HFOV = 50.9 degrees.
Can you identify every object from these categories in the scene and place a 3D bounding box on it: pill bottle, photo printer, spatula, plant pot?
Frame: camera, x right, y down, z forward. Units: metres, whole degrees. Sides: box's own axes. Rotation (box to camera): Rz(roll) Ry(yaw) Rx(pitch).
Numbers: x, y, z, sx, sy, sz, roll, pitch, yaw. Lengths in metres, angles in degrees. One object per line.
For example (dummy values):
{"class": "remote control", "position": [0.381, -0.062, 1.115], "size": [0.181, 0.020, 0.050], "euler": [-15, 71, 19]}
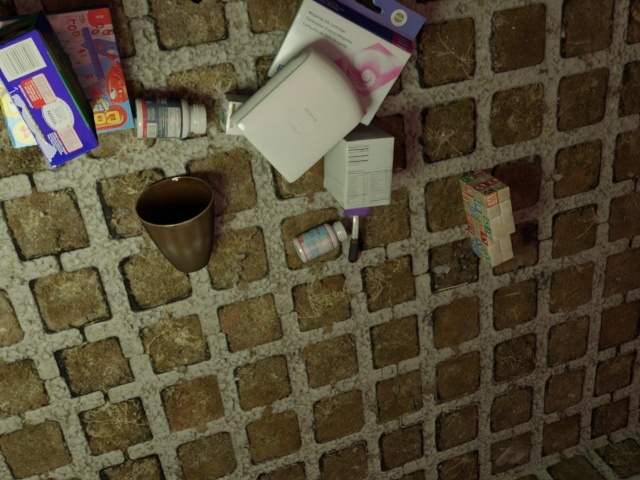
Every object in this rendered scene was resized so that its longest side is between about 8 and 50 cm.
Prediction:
{"class": "pill bottle", "position": [-0.401, -0.326, 1.796], "size": [0.180, 0.108, 0.108], "euler": [-3, 115, -19]}
{"class": "photo printer", "position": [-0.049, -0.340, 1.799], "size": [0.307, 0.107, 0.256], "euler": [-41, 120, 6]}
{"class": "spatula", "position": [0.109, -0.029, 2.119], "size": [0.084, 0.030, 0.297], "euler": [1, 134, -2]}
{"class": "pill bottle", "position": [0.000, 0.000, 2.108], "size": [0.160, 0.087, 0.087], "euler": [-25, 120, -8]}
{"class": "plant pot", "position": [-0.386, -0.026, 1.904], "size": [0.215, 0.215, 0.231], "euler": [-18, 133, -11]}

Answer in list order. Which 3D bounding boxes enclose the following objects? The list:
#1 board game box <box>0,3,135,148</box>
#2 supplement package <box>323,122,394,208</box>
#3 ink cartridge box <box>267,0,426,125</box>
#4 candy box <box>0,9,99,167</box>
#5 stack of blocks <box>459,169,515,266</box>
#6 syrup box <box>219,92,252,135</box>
{"class": "board game box", "position": [-0.649, -0.411, 1.678], "size": [0.308, 0.086, 0.302], "euler": [-13, 117, -14]}
{"class": "supplement package", "position": [0.109, -0.226, 1.978], "size": [0.149, 0.194, 0.203], "euler": [-8, 117, -17]}
{"class": "ink cartridge box", "position": [0.069, -0.522, 1.819], "size": [0.323, 0.071, 0.330], "euler": [23, 120, -14]}
{"class": "candy box", "position": [-0.607, -0.344, 1.490], "size": [0.122, 0.317, 0.268], "euler": [-26, 121, -9]}
{"class": "stack of blocks", "position": [0.563, -0.065, 2.234], "size": [0.087, 0.171, 0.297], "euler": [-23, 120, -8]}
{"class": "syrup box", "position": [-0.156, -0.345, 1.884], "size": [0.236, 0.093, 0.097], "euler": [1, 114, -20]}
